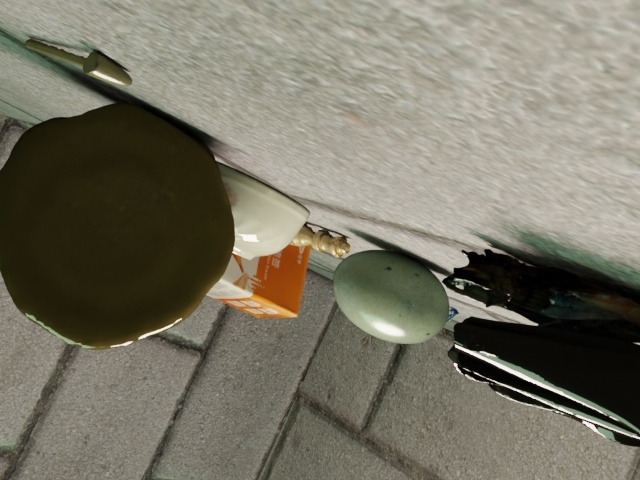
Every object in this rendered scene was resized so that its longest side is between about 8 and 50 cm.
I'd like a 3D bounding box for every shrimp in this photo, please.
[{"bbox_3d":[0.296,0.077,0.872,0.289,0.075,0.178,24,172,2],"label":"shrimp"}]

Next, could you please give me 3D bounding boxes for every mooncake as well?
[{"bbox_3d":[-0.326,-0.031,1.175,0.378,0.378,0.201,26,-178,-15],"label":"mooncake"}]

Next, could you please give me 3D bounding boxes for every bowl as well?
[{"bbox_3d":[-0.172,-0.051,1.474,0.277,0.145,0.277,24,178,1],"label":"bowl"}]

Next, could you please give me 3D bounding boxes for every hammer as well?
[{"bbox_3d":[-0.314,-0.232,0.939,0.195,0.028,0.060,25,-177,37],"label":"hammer"}]

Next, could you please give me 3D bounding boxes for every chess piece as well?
[{"bbox_3d":[-0.001,0.000,1.644,0.172,0.060,0.060,16,170,42],"label":"chess piece"}]

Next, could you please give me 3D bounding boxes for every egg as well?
[{"bbox_3d":[0.136,0.108,1.435,0.237,0.169,0.169,27,176,13],"label":"egg"}]

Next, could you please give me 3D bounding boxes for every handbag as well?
[{"bbox_3d":[0.303,0.165,0.912,0.257,0.113,0.285,14,176,27],"label":"handbag"}]

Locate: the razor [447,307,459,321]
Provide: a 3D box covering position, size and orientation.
[{"bbox_3d":[0.253,0.155,2.108,0.324,0.093,0.056,32,-152,-31],"label":"razor"}]

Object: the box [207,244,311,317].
[{"bbox_3d":[-0.186,0.030,1.730,0.143,0.224,0.341,-8,153,42],"label":"box"}]
